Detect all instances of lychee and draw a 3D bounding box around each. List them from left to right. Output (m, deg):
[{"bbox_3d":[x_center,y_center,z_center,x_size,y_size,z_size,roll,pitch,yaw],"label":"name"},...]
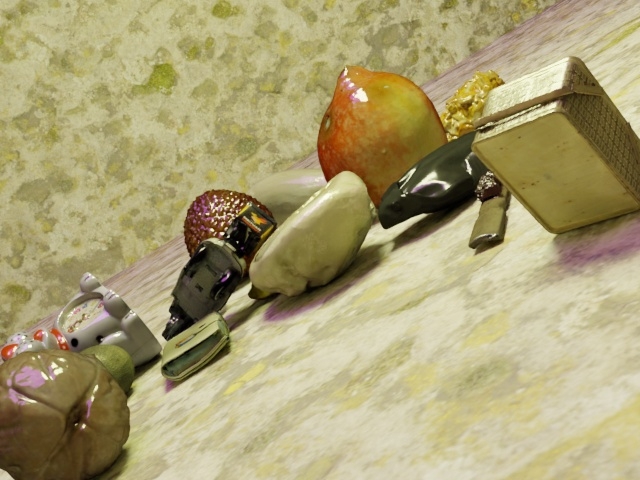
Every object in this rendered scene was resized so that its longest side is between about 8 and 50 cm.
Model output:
[{"bbox_3d":[-0.175,-0.007,1.621,0.194,0.194,0.194,-30,10,6],"label":"lychee"}]

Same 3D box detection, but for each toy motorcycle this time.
[{"bbox_3d":[-0.179,0.068,1.375,0.263,0.091,0.157,-53,-3,41],"label":"toy motorcycle"}]

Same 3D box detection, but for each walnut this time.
[{"bbox_3d":[-0.326,0.210,1.011,0.178,0.178,0.230,-35,10,-23],"label":"walnut"}]

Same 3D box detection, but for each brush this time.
[{"bbox_3d":[0.215,-0.047,1.067,0.043,0.036,0.248,-31,9,25],"label":"brush"}]

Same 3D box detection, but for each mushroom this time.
[{"bbox_3d":[-0.024,-0.099,1.736,0.350,0.128,0.128,-15,18,35],"label":"mushroom"}]

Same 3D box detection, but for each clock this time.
[{"bbox_3d":[-0.413,0.196,1.370,0.254,0.189,0.189,-38,12,-21],"label":"clock"}]

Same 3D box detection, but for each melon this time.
[{"bbox_3d":[-0.336,0.208,1.258,0.098,0.098,0.131,-26,4,26],"label":"melon"}]

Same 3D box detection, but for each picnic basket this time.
[{"bbox_3d":[0.240,-0.091,0.829,0.115,0.164,0.079,-17,39,45],"label":"picnic basket"}]

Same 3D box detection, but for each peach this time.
[{"bbox_3d":[0.099,-0.187,1.460,0.232,0.256,0.232,-34,10,7],"label":"peach"}]

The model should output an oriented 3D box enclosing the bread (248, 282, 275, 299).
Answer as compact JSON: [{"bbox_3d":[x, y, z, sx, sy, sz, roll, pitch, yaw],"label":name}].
[{"bbox_3d":[-0.046,0.031,1.380,0.149,0.065,0.188,-12,19,48],"label":"bread"}]

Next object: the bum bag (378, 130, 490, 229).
[{"bbox_3d":[0.206,-0.103,1.263,0.326,0.079,0.142,-32,17,-26],"label":"bum bag"}]

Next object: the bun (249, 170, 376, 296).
[{"bbox_3d":[0.000,0.000,1.236,0.237,0.116,0.210,-38,6,46],"label":"bun"}]

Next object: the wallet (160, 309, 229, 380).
[{"bbox_3d":[-0.184,0.155,1.238,0.110,0.039,0.155,-35,9,-4],"label":"wallet"}]

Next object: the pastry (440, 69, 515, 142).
[{"bbox_3d":[0.319,-0.272,1.648,0.154,0.102,0.250,-38,7,35],"label":"pastry"}]
